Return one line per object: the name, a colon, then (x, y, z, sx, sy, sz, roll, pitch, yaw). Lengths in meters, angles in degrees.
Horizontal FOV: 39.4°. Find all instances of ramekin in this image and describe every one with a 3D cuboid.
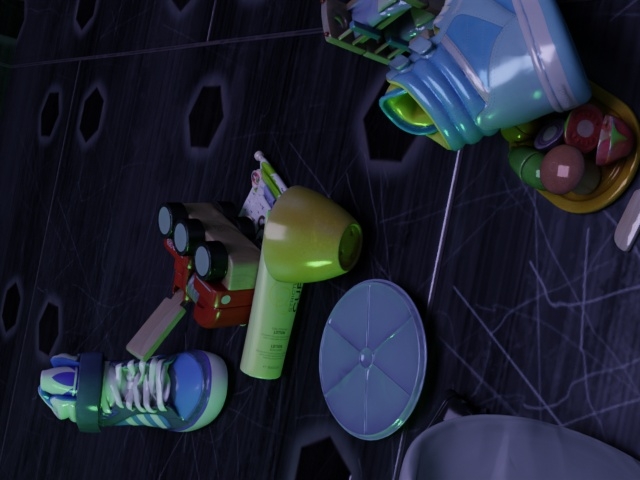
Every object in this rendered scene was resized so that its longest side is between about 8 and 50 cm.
ramekin: (0.188, 0.273, 0.762, 0.273, 0.272, 0.127, 39, 122, 50)

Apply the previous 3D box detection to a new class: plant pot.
plant pot: (0.000, 0.000, 1.197, 0.095, 0.134, 0.134, 13, 91, 29)

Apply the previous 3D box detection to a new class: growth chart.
growth chart: (-0.104, 0.000, 1.406, 0.172, 0.021, 0.237, 48, 119, 46)

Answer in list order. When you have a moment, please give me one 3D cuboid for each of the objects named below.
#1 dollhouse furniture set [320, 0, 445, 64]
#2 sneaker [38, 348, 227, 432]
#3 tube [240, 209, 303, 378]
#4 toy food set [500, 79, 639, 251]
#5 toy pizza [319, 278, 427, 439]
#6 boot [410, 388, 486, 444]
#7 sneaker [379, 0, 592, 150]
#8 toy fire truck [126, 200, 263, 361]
dollhouse furniture set: (0.094, -0.239, 1.117, 0.129, 0.128, 0.184, -28, 59, 46)
sneaker: (-0.324, 0.242, 1.448, 0.322, 0.236, 0.130, -18, 67, 50)
tube: (-0.063, 0.077, 1.280, 0.062, 0.070, 0.240, 15, 98, 14)
toy food set: (0.253, -0.099, 0.921, 0.218, 0.071, 0.128, 50, 120, 46)
toy pizza: (0.069, 0.149, 1.129, 0.201, 0.032, 0.201, -16, 70, 50)
boot: (0.153, 0.235, 0.989, 0.099, 0.045, 0.121, 40, 112, 46)
sneaker: (0.148, -0.231, 0.975, 0.208, 0.127, 0.319, -25, 45, 19)
toy fire truck: (-0.193, 0.083, 1.378, 0.217, 0.158, 0.246, 39, 125, 48)
